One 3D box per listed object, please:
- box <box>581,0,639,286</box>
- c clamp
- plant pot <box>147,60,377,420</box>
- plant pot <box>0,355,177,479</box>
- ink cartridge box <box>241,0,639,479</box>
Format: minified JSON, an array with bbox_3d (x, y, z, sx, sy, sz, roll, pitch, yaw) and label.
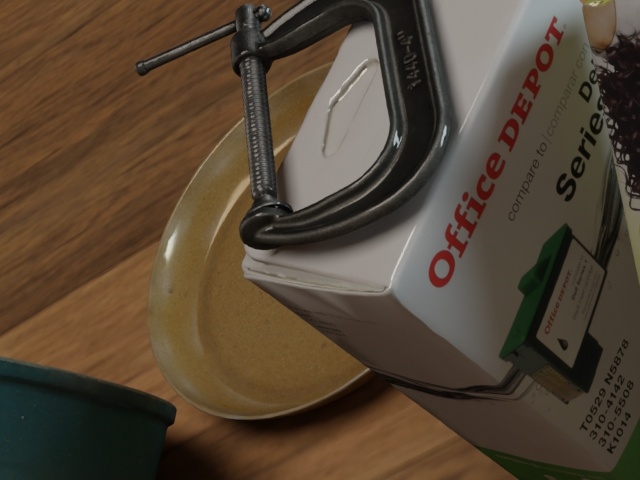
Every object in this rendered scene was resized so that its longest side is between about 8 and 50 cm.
[{"bbox_3d":[0.173,0.007,0.690,0.087,0.232,0.058,3,26,46],"label":"box"},{"bbox_3d":[-0.009,-0.053,0.717,0.137,0.022,0.160,-30,43,15],"label":"c clamp"},{"bbox_3d":[0.000,0.000,0.997,0.236,0.032,0.236,-24,47,29],"label":"plant pot"},{"bbox_3d":[-0.230,0.190,0.910,0.272,0.272,0.255,-1,76,42],"label":"plant pot"},{"bbox_3d":[0.092,0.001,0.766,0.092,0.219,0.160,8,68,47],"label":"ink cartridge box"}]
